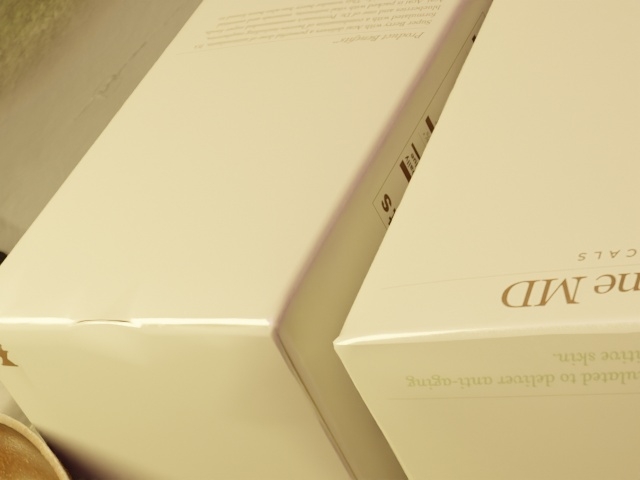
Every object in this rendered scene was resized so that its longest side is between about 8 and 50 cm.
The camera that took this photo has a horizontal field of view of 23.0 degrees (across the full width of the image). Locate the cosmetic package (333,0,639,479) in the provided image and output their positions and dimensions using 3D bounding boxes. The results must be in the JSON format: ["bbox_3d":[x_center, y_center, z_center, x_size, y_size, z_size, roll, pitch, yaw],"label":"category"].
[{"bbox_3d":[0.171,-0.035,0.689,0.197,0.155,0.365,-6,38,30],"label":"cosmetic package"}]

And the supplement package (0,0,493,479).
[{"bbox_3d":[0.000,0.000,0.777,0.178,0.175,0.293,0,42,34],"label":"supplement package"}]

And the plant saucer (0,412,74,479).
[{"bbox_3d":[-0.178,0.233,0.723,0.311,0.050,0.310,-23,56,40],"label":"plant saucer"}]
